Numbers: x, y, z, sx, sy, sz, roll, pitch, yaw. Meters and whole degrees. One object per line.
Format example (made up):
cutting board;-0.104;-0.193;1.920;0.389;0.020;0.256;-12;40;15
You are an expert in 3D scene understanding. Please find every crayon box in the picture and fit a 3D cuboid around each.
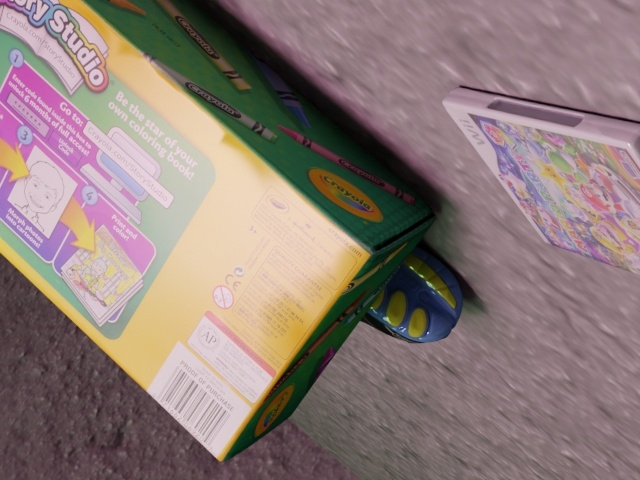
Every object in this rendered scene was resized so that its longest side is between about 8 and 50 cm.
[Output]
crayon box;-0.095;-0.036;0.778;0.278;0.165;0.081;42;-148;12

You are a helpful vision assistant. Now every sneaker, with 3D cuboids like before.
sneaker;0.000;0.000;0.844;0.188;0.067;0.078;40;163;7

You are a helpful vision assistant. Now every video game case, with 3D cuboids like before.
video game case;0.104;-0.019;0.545;0.087;0.011;0.122;49;168;-27
